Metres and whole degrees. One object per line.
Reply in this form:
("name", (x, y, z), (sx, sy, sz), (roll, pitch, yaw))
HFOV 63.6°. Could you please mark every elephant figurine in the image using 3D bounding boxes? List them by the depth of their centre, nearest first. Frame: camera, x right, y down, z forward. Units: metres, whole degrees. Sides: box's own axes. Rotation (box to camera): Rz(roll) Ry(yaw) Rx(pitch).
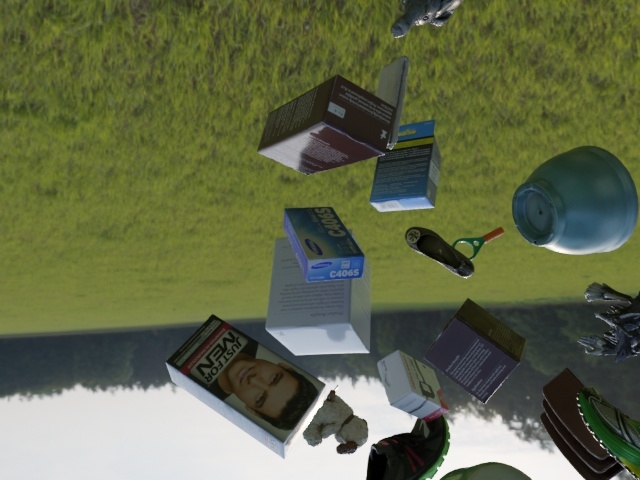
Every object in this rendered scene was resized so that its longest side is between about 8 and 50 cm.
("elephant figurine", (0.258, -0.587, 1.225), (0.186, 0.169, 0.239), (13, 123, -41))

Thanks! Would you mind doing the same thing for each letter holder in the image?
("letter holder", (0.863, 0.624, 1.721), (0.214, 0.301, 0.152), (-43, 123, 11))

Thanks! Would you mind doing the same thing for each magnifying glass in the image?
("magnifying glass", (0.586, 0.009, 1.920), (0.231, 0.092, 0.026), (-26, 155, -14))

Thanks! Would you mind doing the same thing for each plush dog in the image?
("plush dog", (0.092, 0.723, 2.041), (0.225, 0.210, 0.262), (36, -150, 17))

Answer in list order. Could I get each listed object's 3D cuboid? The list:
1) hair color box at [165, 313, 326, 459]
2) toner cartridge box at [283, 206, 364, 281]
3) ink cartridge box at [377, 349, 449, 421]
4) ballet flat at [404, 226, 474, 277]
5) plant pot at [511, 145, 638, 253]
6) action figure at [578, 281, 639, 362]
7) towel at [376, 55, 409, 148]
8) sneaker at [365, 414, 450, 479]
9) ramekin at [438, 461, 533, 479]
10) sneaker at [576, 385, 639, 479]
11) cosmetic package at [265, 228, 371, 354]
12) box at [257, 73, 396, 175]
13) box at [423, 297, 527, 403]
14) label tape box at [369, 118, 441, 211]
("hair color box", (-0.192, 0.368, 1.338), (0.375, 0.185, 0.113), (27, 142, 19))
("toner cartridge box", (0.000, 0.000, 1.549), (0.165, 0.075, 0.348), (-5, -152, -14))
("ink cartridge box", (0.321, 0.508, 1.798), (0.100, 0.172, 0.237), (-38, 130, 22))
("ballet flat", (0.364, 0.033, 1.596), (0.250, 0.084, 0.058), (38, -168, 26))
("plant pot", (0.641, -0.090, 1.369), (0.196, 0.292, 0.293), (-13, 174, -16))
("action figure", (0.651, 0.186, 1.145), (0.141, 0.164, 0.276), (13, 174, 35))
("towel", (0.218, -0.428, 1.636), (0.049, 0.282, 0.187), (8, -174, -14))
("sneaker", (0.280, 0.735, 1.757), (0.483, 0.202, 0.185), (-40, 177, -40))
("ramekin", (0.422, 0.694, 1.253), (0.304, 0.303, 0.148), (0, 143, -17))
("sneaker", (0.725, 0.453, 1.149), (0.134, 0.146, 0.343), (38, -172, -41))
("cosmetic package", (0.007, 0.214, 2.046), (0.330, 0.393, 0.327), (-6, 149, 17))
("box", (0.001, -0.291, 1.380), (0.191, 0.143, 0.381), (21, 169, -29))
("box", (0.432, 0.301, 1.434), (0.203, 0.168, 0.167), (37, -154, 16))
("label tape box", (0.342, -0.288, 2.027), (0.241, 0.333, 0.106), (-2, 156, 36))
